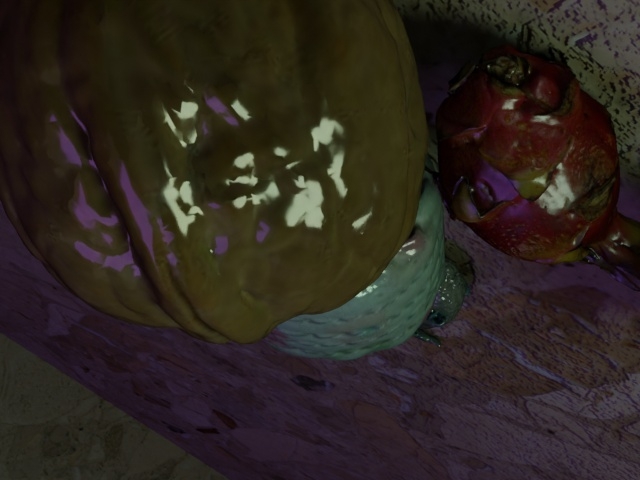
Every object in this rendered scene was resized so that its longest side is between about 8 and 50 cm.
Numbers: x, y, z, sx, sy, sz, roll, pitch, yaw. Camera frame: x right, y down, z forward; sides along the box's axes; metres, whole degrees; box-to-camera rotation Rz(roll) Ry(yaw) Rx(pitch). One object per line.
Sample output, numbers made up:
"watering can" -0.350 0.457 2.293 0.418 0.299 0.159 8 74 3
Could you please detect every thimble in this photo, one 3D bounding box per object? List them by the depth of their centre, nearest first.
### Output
"thimble" 0.000 0.000 0.895 0.211 0.185 0.149 -12 150 -1

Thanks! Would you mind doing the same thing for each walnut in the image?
"walnut" -0.078 -0.082 0.700 0.252 0.277 0.313 20 125 64

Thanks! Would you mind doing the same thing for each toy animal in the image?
"toy animal" 0.098 0.073 1.114 0.079 0.070 0.253 42 162 11

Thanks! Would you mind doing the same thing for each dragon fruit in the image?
"dragon fruit" 0.172 -0.029 0.745 0.246 0.125 0.125 36 156 -19
